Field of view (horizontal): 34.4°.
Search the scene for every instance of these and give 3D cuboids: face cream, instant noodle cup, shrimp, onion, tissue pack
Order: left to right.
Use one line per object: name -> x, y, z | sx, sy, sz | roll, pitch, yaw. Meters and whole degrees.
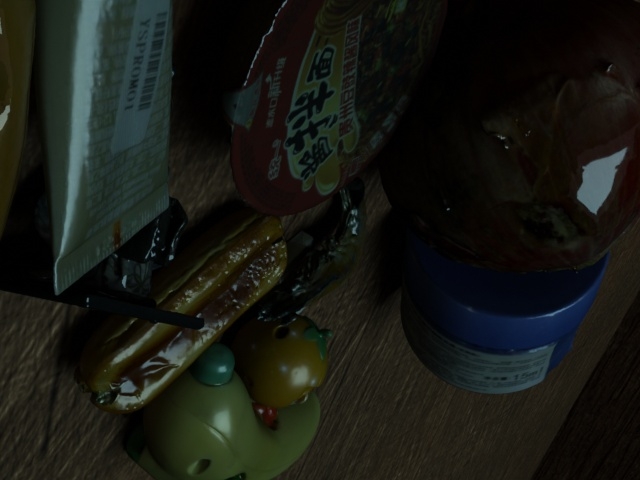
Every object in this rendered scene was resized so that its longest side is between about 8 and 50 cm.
face cream -> -0.126, -0.146, 0.598 | 0.137, 0.084, 0.341 | -50, 147, -56
tissue pack -> -0.028, 0.042, 1.149 | 0.056, 0.023, 0.108 | -44, 153, -25
instant noodle cup -> -0.008, -0.158, 0.862 | 0.274, 0.090, 0.274 | -40, 151, -27
shrimp -> 0.000, 0.000, 1.076 | 0.219, 0.046, 0.152 | -42, 141, -49
face cream -> 0.226, 0.047, 1.334 | 0.249, 0.249, 0.225 | -42, 157, -24
onion -> 0.222, -0.105, 1.044 | 0.353, 0.353, 0.354 | -39, 151, -27

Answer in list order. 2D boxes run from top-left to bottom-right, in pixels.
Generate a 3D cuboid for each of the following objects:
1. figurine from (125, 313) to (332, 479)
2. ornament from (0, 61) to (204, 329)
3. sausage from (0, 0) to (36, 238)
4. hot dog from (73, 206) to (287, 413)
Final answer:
figurine -> -0.077, 0.173, 1.129 | 0.222, 0.124, 0.324 | -61, 157, 7
ornament -> -0.163, -0.044, 0.768 | 0.166, 0.153, 0.196 | 26, 76, -65
sausage -> -0.239, -0.044, 0.580 | 0.134, 0.116, 0.354 | 14, 118, -15
hot dog -> -0.125, 0.057, 0.957 | 0.249, 0.068, 0.100 | -42, 142, -28
